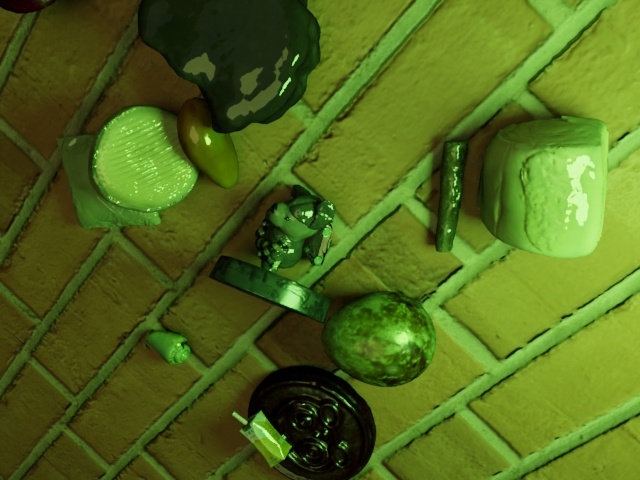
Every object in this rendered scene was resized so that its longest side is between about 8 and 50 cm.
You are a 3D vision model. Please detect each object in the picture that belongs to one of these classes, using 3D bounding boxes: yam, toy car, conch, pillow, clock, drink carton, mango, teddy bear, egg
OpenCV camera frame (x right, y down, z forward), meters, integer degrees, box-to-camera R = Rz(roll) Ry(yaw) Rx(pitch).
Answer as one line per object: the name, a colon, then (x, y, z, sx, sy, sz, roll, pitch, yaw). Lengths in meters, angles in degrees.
yam: (0.311, -0.104, 1.154, 0.061, 0.061, 0.274, 6, 111, 14)
toy car: (0.000, 0.000, 1.278, 0.055, 0.069, 0.142, 2, 115, -30)
conch: (-0.485, 0.325, 1.523, 0.170, 0.079, 0.105, 23, 98, 15)
pillow: (-0.613, -0.169, 1.386, 0.274, 0.076, 0.280, -2, 108, 14)
clock: (-0.127, 0.126, 1.232, 0.319, 0.319, 0.066, 20, 79, 9)
drink carton: (-0.181, 0.569, 1.429, 0.084, 0.074, 0.200, -41, 89, 27)
mango: (-0.281, -0.235, 1.220, 0.113, 0.138, 0.253, -6, 129, 18)
teddy bear: (-0.081, -0.054, 1.230, 0.144, 0.171, 0.251, 14, 126, -29)
egg: (0.146, 0.247, 1.209, 0.290, 0.238, 0.238, -2, 110, -16)

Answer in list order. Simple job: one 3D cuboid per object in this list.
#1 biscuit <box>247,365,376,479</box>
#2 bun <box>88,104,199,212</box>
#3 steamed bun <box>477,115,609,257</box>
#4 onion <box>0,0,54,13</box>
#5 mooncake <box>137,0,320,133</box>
biscuit: (-0.035, 0.576, 1.468, 0.408, 0.091, 0.407, 5, 110, 15)
bun: (-0.459, -0.215, 1.268, 0.287, 0.146, 0.287, -7, 108, -23)
steamed bun: (0.459, -0.110, 1.030, 0.272, 0.273, 0.290, -1, 104, 33)
onion: (-0.694, -0.738, 1.121, 0.385, 0.348, 0.347, -27, 101, -14)
mooncake: (-0.182, -0.451, 1.093, 0.351, 0.212, 0.381, -23, 98, 17)
